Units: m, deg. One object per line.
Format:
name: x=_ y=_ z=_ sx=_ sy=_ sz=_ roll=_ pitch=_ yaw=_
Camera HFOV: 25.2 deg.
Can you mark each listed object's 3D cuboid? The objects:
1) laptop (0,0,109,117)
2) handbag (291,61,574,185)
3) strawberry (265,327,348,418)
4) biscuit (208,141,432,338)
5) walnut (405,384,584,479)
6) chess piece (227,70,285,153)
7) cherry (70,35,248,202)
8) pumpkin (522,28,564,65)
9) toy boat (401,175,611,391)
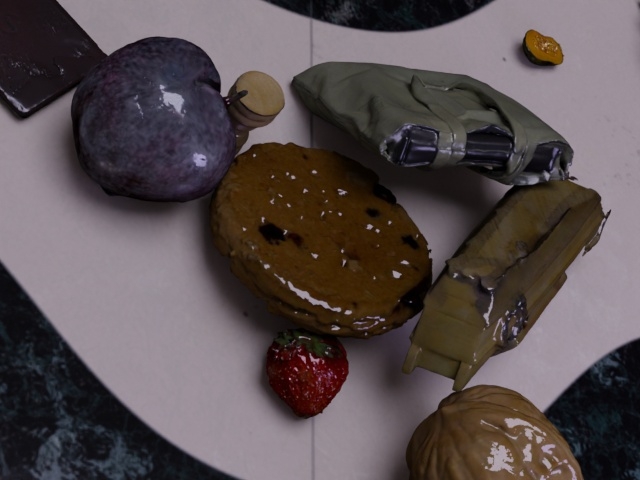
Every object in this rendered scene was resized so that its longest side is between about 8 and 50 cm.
laptop: x=-0.364 y=-0.249 z=1.672 sx=0.207 sy=0.026 sz=0.154 roll=47 pitch=53 yaw=2
handbag: x=0.151 y=-0.148 z=1.814 sx=0.315 sy=0.109 sz=0.253 roll=4 pitch=23 yaw=-29
strawberry: x=-0.017 y=0.148 z=1.616 sx=0.106 sy=0.106 sz=0.106 roll=14 pitch=58 yaw=-23
biscuit: x=-0.001 y=0.002 z=1.685 sx=0.295 sy=0.075 sz=0.296 roll=18 pitch=38 yaw=-15
walnut: x=0.190 y=0.262 z=1.595 sx=0.213 sy=0.213 sz=0.213 roll=14 pitch=58 yaw=-23
chess piece: x=-0.098 y=-0.145 z=1.704 sx=0.066 sy=0.122 sz=0.066 roll=15 pitch=56 yaw=-24
cherry: x=-0.189 y=-0.134 z=1.612 sx=0.195 sy=0.195 sz=0.195 roll=14 pitch=58 yaw=-23
pumpkin: x=0.318 y=-0.273 z=2.074 sx=0.083 sy=0.028 sz=0.050 roll=11 pitch=61 yaw=-35
toy boat: x=0.224 y=0.046 z=1.756 sx=0.135 sy=0.162 sz=0.445 roll=20 pitch=32 yaw=21
